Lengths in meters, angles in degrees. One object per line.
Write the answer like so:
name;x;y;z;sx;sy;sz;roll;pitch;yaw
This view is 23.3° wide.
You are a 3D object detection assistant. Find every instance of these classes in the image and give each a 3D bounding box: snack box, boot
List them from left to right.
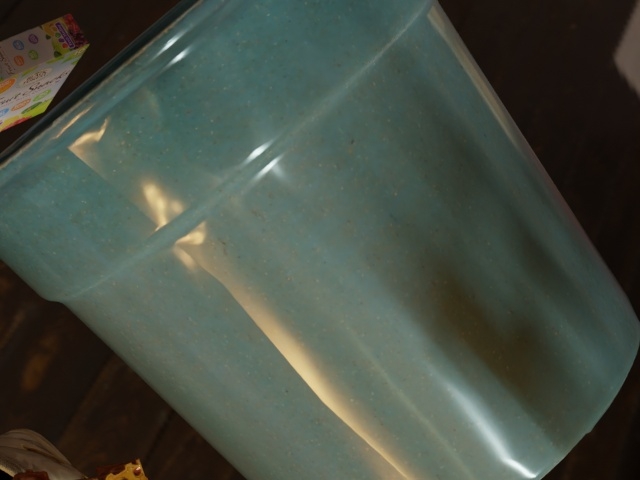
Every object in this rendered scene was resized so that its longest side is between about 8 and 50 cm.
snack box;-0.269;-0.135;1.347;0.100;0.141;0.037;-31;86;-33
boot;-0.280;0.303;1.672;0.262;0.095;0.203;40;3;9

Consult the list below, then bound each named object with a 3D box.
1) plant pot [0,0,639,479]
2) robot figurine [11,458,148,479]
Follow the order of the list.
plant pot;0.000;0.000;0.963;0.334;0.341;0.341;51;45;-11
robot figurine;-0.135;0.293;1.023;0.085;0.211;0.291;-19;93;-42
